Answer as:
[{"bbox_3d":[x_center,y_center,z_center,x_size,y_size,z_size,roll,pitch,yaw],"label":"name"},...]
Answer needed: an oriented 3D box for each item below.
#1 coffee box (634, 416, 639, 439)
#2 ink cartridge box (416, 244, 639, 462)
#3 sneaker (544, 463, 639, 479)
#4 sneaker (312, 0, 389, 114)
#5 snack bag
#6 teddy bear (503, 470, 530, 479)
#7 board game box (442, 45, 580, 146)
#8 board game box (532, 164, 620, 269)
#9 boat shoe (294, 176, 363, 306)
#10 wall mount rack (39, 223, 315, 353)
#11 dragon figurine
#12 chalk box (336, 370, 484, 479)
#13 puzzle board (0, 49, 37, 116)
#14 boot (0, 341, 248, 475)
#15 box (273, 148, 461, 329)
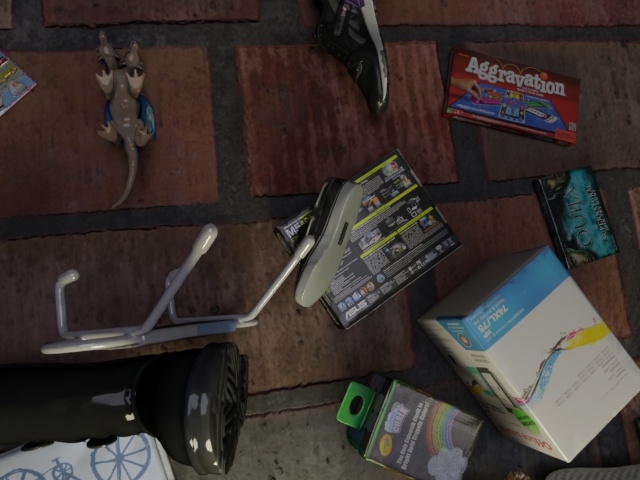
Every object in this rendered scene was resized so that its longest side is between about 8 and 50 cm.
[{"bbox_3d":[0.706,0.379,0.997,0.184,0.040,0.113,-11,83,-12],"label":"coffee box"},{"bbox_3d":[0.346,0.183,0.880,0.197,0.198,0.270,-37,89,-14],"label":"ink cartridge box"},{"bbox_3d":[0.557,0.492,0.913,0.365,0.135,0.150,5,116,2],"label":"sneaker"},{"bbox_3d":[0.052,-0.362,0.974,0.124,0.107,0.284,-11,80,3],"label":"sneaker"},{"bbox_3d":[-0.363,0.459,0.786,0.322,0.037,0.343,-20,83,-14],"label":"snack bag"},{"bbox_3d":[0.234,0.442,0.790,0.337,0.113,0.245,-12,123,-15],"label":"teddy bear"},{"bbox_3d":[0.389,-0.290,1.048,0.281,0.027,0.145,11,78,-9],"label":"board game box"},{"bbox_3d":[0.510,-0.047,1.034,0.126,0.026,0.186,-15,85,-13],"label":"board game box"},{"bbox_3d":[0.000,0.000,0.853,0.070,0.078,0.220,19,80,28],"label":"boat shoe"},{"bbox_3d":[-0.183,0.072,0.718,0.303,0.350,0.131,-11,83,31],"label":"wall mount rack"},{"bbox_3d":[-0.325,-0.207,0.873,0.085,0.144,0.290,-7,102,-13],"label":"dragon figurine"},{"bbox_3d":[0.129,0.303,0.858,0.212,0.132,0.133,26,79,-5],"label":"chalk box"},{"bbox_3d":[-0.563,-0.256,0.875,0.096,0.011,0.128,42,77,-2],"label":"puzzle board"},{"bbox_3d":[-0.326,0.203,0.649,0.444,0.367,0.146,2,74,-4],"label":"boot"},{"bbox_3d":[0.086,-0.004,0.932,0.270,0.060,0.216,-34,88,-14],"label":"box"}]
